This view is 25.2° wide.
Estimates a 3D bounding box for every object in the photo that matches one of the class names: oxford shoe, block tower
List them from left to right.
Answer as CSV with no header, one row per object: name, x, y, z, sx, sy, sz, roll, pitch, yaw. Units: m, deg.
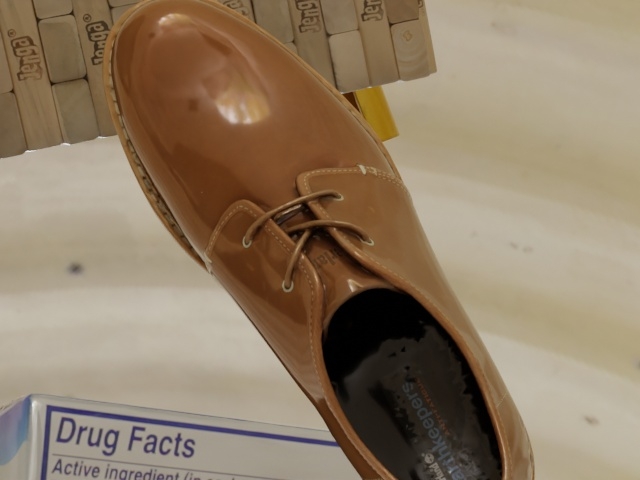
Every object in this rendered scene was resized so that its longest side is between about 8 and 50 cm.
block tower,-0.108,-0.095,0.694,0.335,0.091,0.097,-14,-82,-18
oxford shoe,0.000,0.000,0.446,0.076,0.212,0.076,-36,-12,-3

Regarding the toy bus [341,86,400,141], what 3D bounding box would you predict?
toy bus,-0.016,-0.142,1.012,0.104,0.191,0.202,-21,-42,-7

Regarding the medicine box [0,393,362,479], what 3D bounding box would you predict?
medicine box,-0.050,0.239,0.705,0.263,0.289,0.149,11,-21,-25
